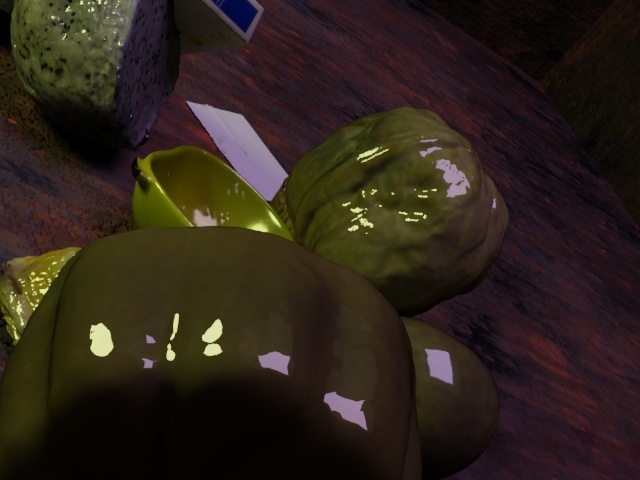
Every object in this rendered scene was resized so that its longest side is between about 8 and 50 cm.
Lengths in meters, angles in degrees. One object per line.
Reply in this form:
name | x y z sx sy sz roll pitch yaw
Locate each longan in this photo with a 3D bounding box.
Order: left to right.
longan | 0.121 0.201 1.780 0.220 0.196 0.196 46 20 -15

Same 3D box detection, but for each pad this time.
pad | -0.115 -0.139 2.276 0.156 0.004 0.232 8 39 -54

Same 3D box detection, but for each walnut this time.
walnut | 0.098 -0.038 1.875 0.253 0.276 0.282 30 37 -74

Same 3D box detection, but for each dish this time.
dish | -0.156 -0.010 1.812 0.221 0.108 0.262 48 20 16

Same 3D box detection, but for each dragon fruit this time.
dragon fruit | -0.316 -0.258 1.875 0.204 0.221 0.283 14 -20 9

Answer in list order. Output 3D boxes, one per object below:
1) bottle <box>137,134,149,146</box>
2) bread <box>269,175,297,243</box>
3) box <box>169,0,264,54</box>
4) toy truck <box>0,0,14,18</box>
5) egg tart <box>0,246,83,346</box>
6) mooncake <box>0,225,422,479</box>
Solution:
bottle | -0.276 -0.174 2.015 0.063 0.047 0.101 -8 52 -28
bread | 0.000 0.000 2.060 0.190 0.114 0.132 49 36 20
box | -0.259 -0.345 2.000 0.343 0.065 0.200 1 -33 48
toy truck | -0.466 -0.415 1.960 0.213 0.177 0.161 44 20 7
egg tart | -0.238 0.087 1.514 0.232 0.098 0.252 39 17 -17
mooncake | -0.094 0.182 1.202 0.378 0.378 0.201 35 27 -17
